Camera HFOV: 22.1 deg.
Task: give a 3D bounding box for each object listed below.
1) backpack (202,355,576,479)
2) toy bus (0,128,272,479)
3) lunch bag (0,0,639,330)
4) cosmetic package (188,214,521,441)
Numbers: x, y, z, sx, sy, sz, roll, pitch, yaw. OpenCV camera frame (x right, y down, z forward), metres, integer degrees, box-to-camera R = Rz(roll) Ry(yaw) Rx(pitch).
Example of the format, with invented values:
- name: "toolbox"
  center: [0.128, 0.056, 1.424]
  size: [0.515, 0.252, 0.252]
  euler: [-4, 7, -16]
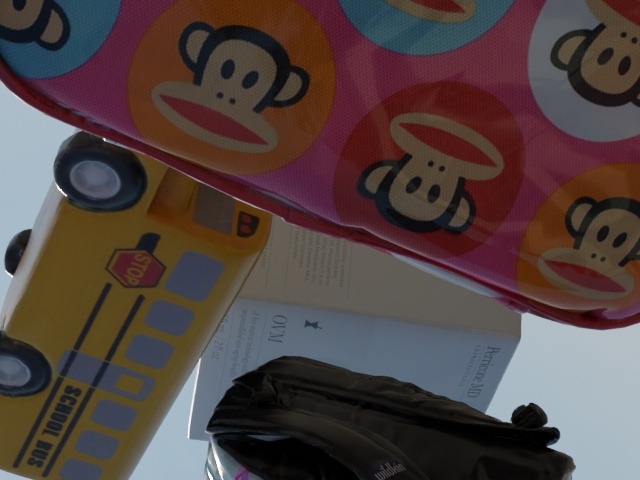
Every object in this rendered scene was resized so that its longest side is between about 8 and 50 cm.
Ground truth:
- name: "backpack"
  center: [0.022, 0.136, 0.840]
  size: [0.182, 0.115, 0.152]
  euler: [18, -155, 20]
- name: "toy bus"
  center: [-0.123, 0.018, 1.000]
  size: [0.130, 0.332, 0.108]
  euler: [21, -138, -12]
- name: "lunch bag"
  center: [0.052, -0.125, 0.536]
  size: [0.293, 0.258, 0.120]
  euler: [22, -160, -24]
- name: "cosmetic package"
  center: [0.023, 0.062, 1.251]
  size: [0.225, 0.224, 0.138]
  euler: [7, -124, -4]
